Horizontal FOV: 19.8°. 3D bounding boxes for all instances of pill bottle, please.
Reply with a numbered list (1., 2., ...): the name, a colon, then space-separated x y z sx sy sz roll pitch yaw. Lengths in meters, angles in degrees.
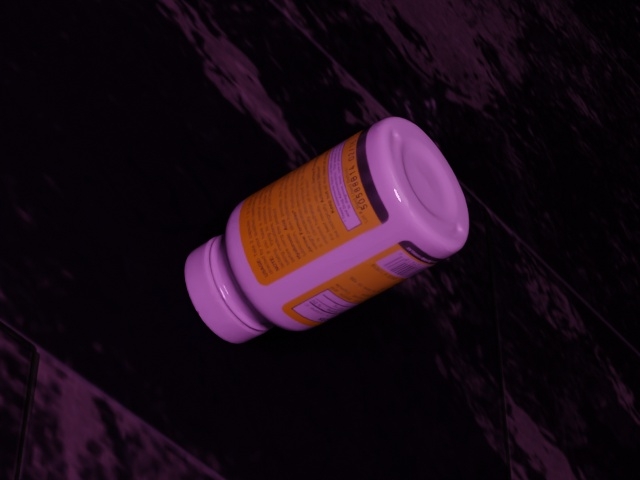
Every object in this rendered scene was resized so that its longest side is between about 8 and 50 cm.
1. pill bottle: 0.000 0.000 0.785 0.065 0.116 0.065 42 32 -34
